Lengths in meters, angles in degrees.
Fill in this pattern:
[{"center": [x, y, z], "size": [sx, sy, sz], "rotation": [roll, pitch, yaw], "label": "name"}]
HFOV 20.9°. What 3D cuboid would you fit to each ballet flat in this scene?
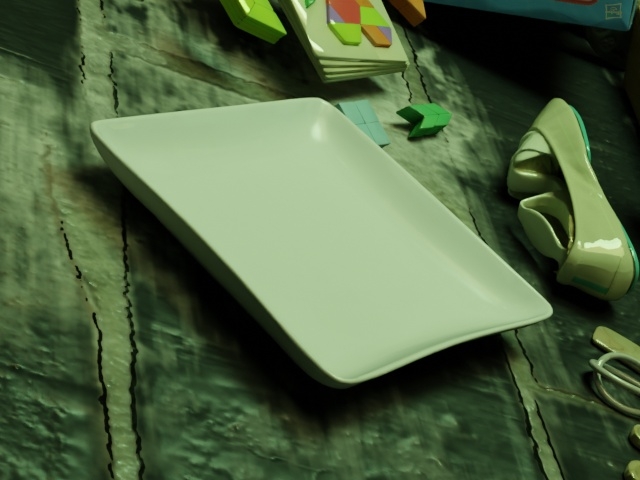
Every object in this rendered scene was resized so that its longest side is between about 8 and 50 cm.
[{"center": [0.379, -0.226, 1.934], "size": [0.250, 0.084, 0.058], "rotation": [13, 42, -37], "label": "ballet flat"}, {"center": [0.204, -0.043, 1.503], "size": [0.086, 0.086, 0.248], "rotation": [16, 33, -23], "label": "ballet flat"}]

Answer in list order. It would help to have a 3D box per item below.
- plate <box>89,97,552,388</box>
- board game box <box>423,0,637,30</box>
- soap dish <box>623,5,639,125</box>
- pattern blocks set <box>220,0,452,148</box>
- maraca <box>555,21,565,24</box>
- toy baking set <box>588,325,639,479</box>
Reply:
[{"center": [0.000, 0.000, 1.276], "size": [0.277, 0.045, 0.278], "rotation": [44, 32, 24], "label": "plate"}, {"center": [0.181, -0.332, 1.813], "size": [0.308, 0.086, 0.302], "rotation": [9, 29, 6], "label": "board game box"}, {"center": [0.435, -0.112, 1.771], "size": [0.229, 0.118, 0.291], "rotation": [21, 30, -16], "label": "soap dish"}, {"center": [0.005, -0.227, 1.535], "size": [0.325, 0.026, 0.285], "rotation": [57, 35, 2], "label": "pattern blocks set"}, {"center": [0.313, -0.288, 1.957], "size": [0.185, 0.099, 0.127], "rotation": [-2, 63, -26], "label": "maraca"}, {"center": [0.303, 0.154, 1.326], "size": [0.197, 0.030, 0.256], "rotation": [18, 31, -21], "label": "toy baking set"}]
